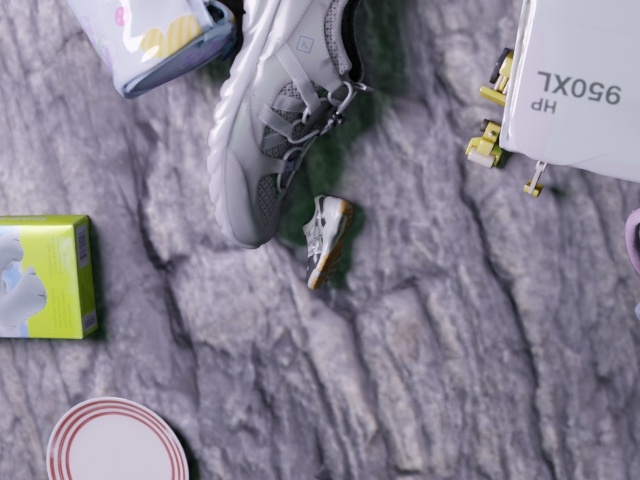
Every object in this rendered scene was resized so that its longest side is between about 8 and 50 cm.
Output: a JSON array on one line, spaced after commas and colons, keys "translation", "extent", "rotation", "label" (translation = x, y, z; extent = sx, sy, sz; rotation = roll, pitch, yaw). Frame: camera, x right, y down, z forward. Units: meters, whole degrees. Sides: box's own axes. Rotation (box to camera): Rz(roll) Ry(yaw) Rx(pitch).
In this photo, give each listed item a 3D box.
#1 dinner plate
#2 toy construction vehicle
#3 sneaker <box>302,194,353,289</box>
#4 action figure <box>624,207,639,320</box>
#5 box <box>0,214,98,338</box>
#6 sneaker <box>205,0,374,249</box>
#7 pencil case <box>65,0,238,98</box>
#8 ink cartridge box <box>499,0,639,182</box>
[{"translation": [-0.185, 0.210, 1.532], "extent": [0.141, 0.017, 0.141], "rotation": [3, 103, 14], "label": "dinner plate"}, {"translation": [0.163, -0.095, 1.351], "extent": [0.086, 0.035, 0.098], "rotation": [28, 109, 8], "label": "toy construction vehicle"}, {"translation": [0.000, 0.000, 1.426], "extent": [0.037, 0.032, 0.083], "rotation": [24, 104, 24], "label": "sneaker"}, {"translation": [0.443, 0.046, 1.217], "extent": [0.370, 0.275, 0.248], "rotation": [-30, 120, 15], "label": "action figure"}, {"translation": [-0.295, 0.032, 1.508], "extent": [0.178, 0.042, 0.109], "rotation": [0, 102, 15], "label": "box"}, {"translation": [-0.018, -0.119, 1.360], "extent": [0.115, 0.105, 0.281], "rotation": [16, 108, 8], "label": "sneaker"}, {"translation": [-0.178, -0.250, 1.356], "extent": [0.273, 0.113, 0.124], "rotation": [57, 150, 5], "label": "pencil case"}, {"translation": [0.300, -0.140, 1.110], "extent": [0.286, 0.395, 0.166], "rotation": [12, 106, 13], "label": "ink cartridge box"}]
